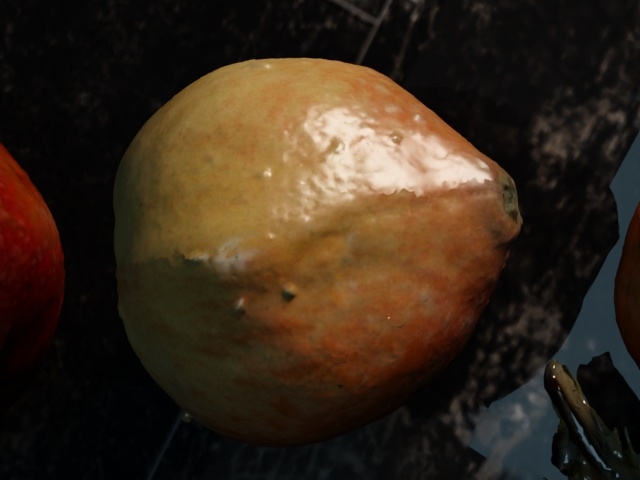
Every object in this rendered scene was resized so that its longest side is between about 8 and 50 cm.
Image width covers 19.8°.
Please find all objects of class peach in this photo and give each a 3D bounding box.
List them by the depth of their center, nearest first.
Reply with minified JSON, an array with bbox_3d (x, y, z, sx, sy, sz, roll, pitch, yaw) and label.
[{"bbox_3d":[0.000,0.000,1.009,0.233,0.232,0.232,0,89,26],"label":"peach"}]

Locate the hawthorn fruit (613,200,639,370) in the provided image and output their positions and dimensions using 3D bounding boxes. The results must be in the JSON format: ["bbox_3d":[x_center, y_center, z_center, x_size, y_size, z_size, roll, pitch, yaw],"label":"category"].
[{"bbox_3d":[0.233,0.013,0.891,0.179,0.200,0.179,-1,78,6],"label":"hawthorn fruit"}]

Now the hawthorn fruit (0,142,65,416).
[{"bbox_3d":[-0.282,-0.005,1.149,0.230,0.210,0.266,-33,61,27],"label":"hawthorn fruit"}]

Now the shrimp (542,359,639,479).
[{"bbox_3d":[0.232,0.140,0.980,0.173,0.058,0.253,-41,76,11],"label":"shrimp"}]
